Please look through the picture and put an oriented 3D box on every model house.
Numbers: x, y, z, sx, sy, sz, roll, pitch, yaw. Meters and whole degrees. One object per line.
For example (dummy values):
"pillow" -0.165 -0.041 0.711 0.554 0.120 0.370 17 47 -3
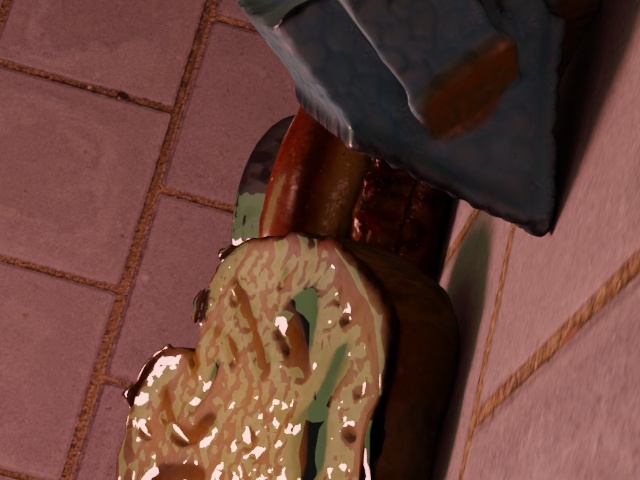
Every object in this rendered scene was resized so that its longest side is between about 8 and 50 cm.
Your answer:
"model house" 0.103 -0.121 0.983 0.226 0.241 0.261 -33 17 0

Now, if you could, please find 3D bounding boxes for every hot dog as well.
"hot dog" 0.038 -0.036 1.566 0.223 0.185 0.405 103 -179 -71

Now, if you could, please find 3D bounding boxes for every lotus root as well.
"lotus root" -0.033 0.175 1.253 0.390 0.111 0.375 -47 39 27

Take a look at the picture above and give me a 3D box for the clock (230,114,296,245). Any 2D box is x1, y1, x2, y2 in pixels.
"clock" 0.001 -0.001 1.797 0.319 0.066 0.318 -8 -81 -59
